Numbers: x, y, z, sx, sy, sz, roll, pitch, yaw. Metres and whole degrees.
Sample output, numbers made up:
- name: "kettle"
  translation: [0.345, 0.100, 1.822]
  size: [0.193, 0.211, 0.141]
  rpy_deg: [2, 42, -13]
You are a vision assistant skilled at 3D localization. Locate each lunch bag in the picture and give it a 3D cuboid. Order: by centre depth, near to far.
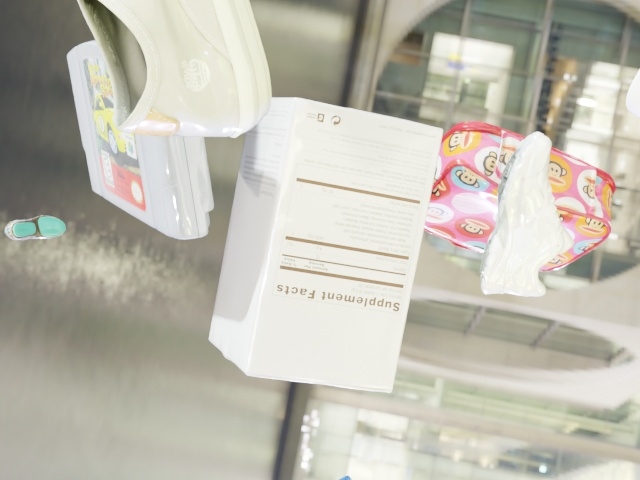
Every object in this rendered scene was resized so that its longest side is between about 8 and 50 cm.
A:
- name: "lunch bag"
  translation: [0.288, -0.052, 1.768]
  size: [0.258, 0.293, 0.120]
  rpy_deg: [132, -24, -57]

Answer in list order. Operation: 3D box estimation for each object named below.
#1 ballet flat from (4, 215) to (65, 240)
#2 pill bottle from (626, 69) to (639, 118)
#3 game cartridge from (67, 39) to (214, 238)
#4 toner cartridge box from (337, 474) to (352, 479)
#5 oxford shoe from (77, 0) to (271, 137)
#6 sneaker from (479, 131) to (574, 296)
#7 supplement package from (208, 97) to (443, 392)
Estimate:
- name: "ballet flat"
  translation: [-0.485, -0.021, 1.895]
  size: [0.114, 0.041, 0.041]
  rpy_deg: [-6, 110, -53]
- name: "pill bottle"
  translation: [0.316, -0.080, 0.836]
  size: [0.094, 0.169, 0.094]
  rpy_deg: [-35, 151, -23]
- name: "game cartridge"
  translation: [-0.208, -0.126, 1.246]
  size: [0.294, 0.060, 0.196]
  rpy_deg: [24, -58, 57]
- name: "toner cartridge box"
  translation: [-0.104, 0.330, 0.986]
  size: [0.348, 0.075, 0.165]
  rpy_deg: [-15, 151, -49]
- name: "oxford shoe"
  translation: [-0.168, -0.278, 0.843]
  size: [0.169, 0.130, 0.449]
  rpy_deg: [16, -53, 69]
- name: "sneaker"
  translation: [0.293, -0.031, 1.530]
  size: [0.090, 0.115, 0.232]
  rpy_deg: [-71, 173, -74]
- name: "supplement package"
  translation: [0.000, 0.000, 1.251]
  size: [0.177, 0.175, 0.293]
  rpy_deg: [-158, -102, -70]
